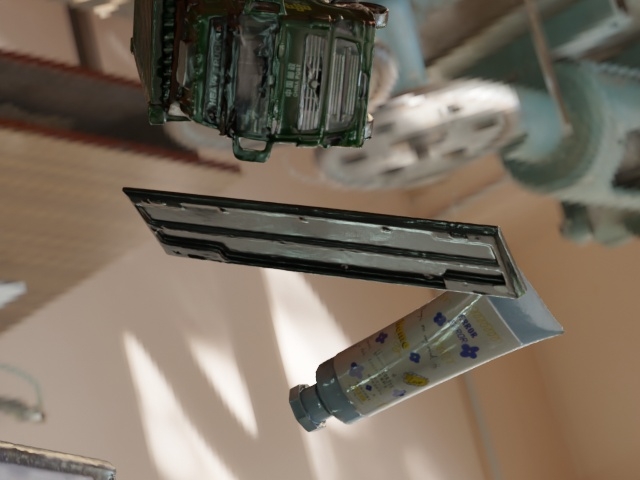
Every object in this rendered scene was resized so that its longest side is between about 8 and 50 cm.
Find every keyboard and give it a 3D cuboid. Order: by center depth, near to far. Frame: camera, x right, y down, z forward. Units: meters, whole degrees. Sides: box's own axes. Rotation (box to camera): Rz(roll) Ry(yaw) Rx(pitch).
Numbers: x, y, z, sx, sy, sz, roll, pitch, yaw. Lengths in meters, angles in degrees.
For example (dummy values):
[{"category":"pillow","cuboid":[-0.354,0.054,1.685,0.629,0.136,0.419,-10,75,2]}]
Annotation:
[{"category":"keyboard","cuboid":[0.000,0.000,0.811,0.202,0.011,0.067,7,151,24]}]

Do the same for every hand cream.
[{"category":"hand cream","cuboid":[0.057,0.068,0.977,0.171,0.065,0.043,-29,-158,24]}]

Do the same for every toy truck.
[{"category":"toy truck","cuboid":[-0.042,-0.119,0.935,0.121,0.088,0.259,1,-162,-11]}]

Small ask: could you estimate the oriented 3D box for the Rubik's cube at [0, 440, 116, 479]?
[{"category":"Rubik's cube","cuboid":[-0.269,0.236,0.873,0.259,0.260,0.255,-5,166,24]}]
